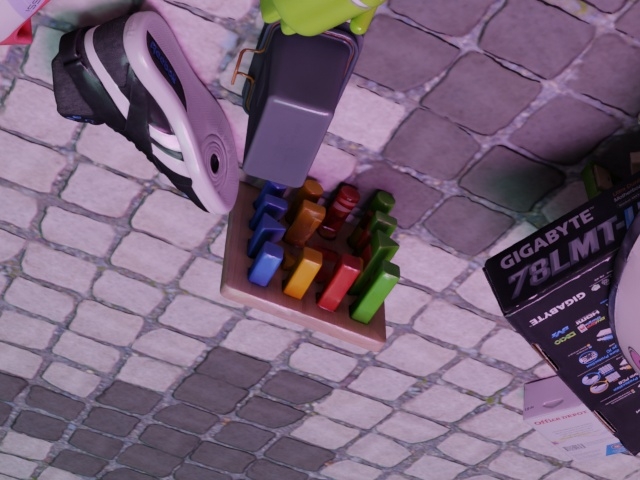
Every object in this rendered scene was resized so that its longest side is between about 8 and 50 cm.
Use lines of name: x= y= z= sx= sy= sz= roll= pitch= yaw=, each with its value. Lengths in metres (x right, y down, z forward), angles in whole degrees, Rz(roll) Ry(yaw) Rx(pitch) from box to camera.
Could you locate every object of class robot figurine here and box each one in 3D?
robot figurine: x=0.007 y=-0.197 z=0.899 sx=0.115 sy=0.067 sz=0.101 roll=-19 pitch=153 yaw=32

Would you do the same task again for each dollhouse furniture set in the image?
dollhouse furniture set: x=0.291 y=-0.089 z=1.023 sx=0.076 sy=0.058 sz=0.152 roll=27 pitch=122 yaw=-12

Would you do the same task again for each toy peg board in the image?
toy peg board: x=0.000 y=0.000 z=1.110 sx=0.160 sy=0.161 sz=0.079 roll=21 pitch=125 yaw=-15

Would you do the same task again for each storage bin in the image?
storage bin: x=-0.029 y=-0.115 z=1.001 sx=0.098 sy=0.091 sz=0.135 roll=15 pitch=143 yaw=-8

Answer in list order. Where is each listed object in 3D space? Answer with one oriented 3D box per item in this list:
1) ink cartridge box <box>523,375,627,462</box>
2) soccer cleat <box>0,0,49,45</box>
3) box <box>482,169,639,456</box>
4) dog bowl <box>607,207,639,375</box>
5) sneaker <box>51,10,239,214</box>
ink cartridge box: x=0.307 y=0.207 z=1.401 sx=0.088 sy=0.052 sz=0.122 roll=-21 pitch=136 yaw=35
soccer cleat: x=-0.212 y=-0.248 z=0.867 sx=0.116 sy=0.109 sz=0.318 roll=8 pitch=148 yaw=-35
box: x=0.339 y=0.043 z=1.058 sx=0.295 sy=0.073 sz=0.293 roll=-33 pitch=135 yaw=16
dog bowl: x=0.445 y=0.041 z=0.936 sx=0.408 sy=0.150 sz=0.408 roll=-9 pitch=135 yaw=-9
sneaker: x=-0.161 y=-0.108 z=1.061 sx=0.121 sy=0.079 sz=0.217 roll=-4 pitch=134 yaw=23
